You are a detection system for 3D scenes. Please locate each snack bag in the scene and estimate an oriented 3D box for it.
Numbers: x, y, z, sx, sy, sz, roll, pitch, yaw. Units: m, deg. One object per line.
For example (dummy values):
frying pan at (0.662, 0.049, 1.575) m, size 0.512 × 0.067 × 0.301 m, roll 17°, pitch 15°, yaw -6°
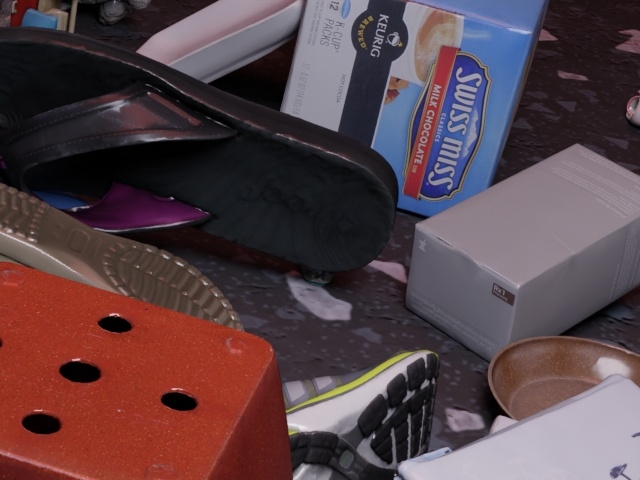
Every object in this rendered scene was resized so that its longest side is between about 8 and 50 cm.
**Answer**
snack bag at (0.262, 0.221, 1.140) m, size 0.342 × 0.037 × 0.323 m, roll 41°, pitch 33°, yaw 27°

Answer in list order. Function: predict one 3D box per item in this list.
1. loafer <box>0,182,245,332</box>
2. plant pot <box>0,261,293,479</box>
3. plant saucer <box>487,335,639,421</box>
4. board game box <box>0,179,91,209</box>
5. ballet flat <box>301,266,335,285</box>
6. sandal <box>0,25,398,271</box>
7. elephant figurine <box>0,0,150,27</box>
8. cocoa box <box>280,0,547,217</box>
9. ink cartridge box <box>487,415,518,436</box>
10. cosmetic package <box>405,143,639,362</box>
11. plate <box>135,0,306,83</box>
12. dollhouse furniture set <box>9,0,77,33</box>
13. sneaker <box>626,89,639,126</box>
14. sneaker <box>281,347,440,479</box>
loafer at (-0.184, 0.046, 1.305) m, size 0.268 × 0.092 × 0.102 m, roll 29°, pitch 29°, yaw -3°
plant pot at (-0.151, 0.169, 0.915) m, size 0.267 × 0.236 × 0.267 m, roll 16°, pitch 27°, yaw 7°
plant saucer at (0.231, 0.146, 1.351) m, size 0.198 × 0.036 × 0.199 m, roll 10°, pitch 28°, yaw -5°
board game box at (-0.277, -0.014, 1.440) m, size 0.133 × 0.033 × 0.168 m, roll 20°, pitch 20°, yaw 16°
ballet flat at (0.000, 0.000, 1.526) m, size 0.041 × 0.041 × 0.114 m, roll 9°, pitch 27°, yaw -8°
sandal at (-0.152, -0.069, 1.405) m, size 0.445 × 0.168 × 0.107 m, roll 14°, pitch 38°, yaw 3°
elephant figurine at (-0.329, -0.316, 1.886) m, size 0.239 × 0.169 × 0.186 m, roll -18°, pitch 8°, yaw -21°
cocoa box at (0.112, -0.203, 1.754) m, size 0.228 × 0.231 × 0.347 m, roll 17°, pitch 27°, yaw 6°
ink cartridge box at (0.214, 0.226, 1.171) m, size 0.232 × 0.066 × 0.189 m, roll 14°, pitch 27°, yaw 10°
cosmetic package at (0.202, 0.009, 1.492) m, size 0.238 × 0.107 × 0.127 m, roll -27°, pitch 46°, yaw -34°
plate at (-0.102, -0.222, 1.766) m, size 0.278 × 0.045 × 0.277 m, roll -23°, pitch 18°, yaw 21°
dollhouse furniture set at (-0.313, -0.168, 1.550) m, size 0.129 × 0.184 × 0.129 m, roll 20°, pitch 28°, yaw 14°
sneaker at (0.424, -0.172, 2.033) m, size 0.070 × 0.051 × 0.134 m, roll 24°, pitch 33°, yaw 11°
sneaker at (-0.015, 0.135, 1.191) m, size 0.121 × 0.111 × 0.300 m, roll 18°, pitch 20°, yaw 33°
